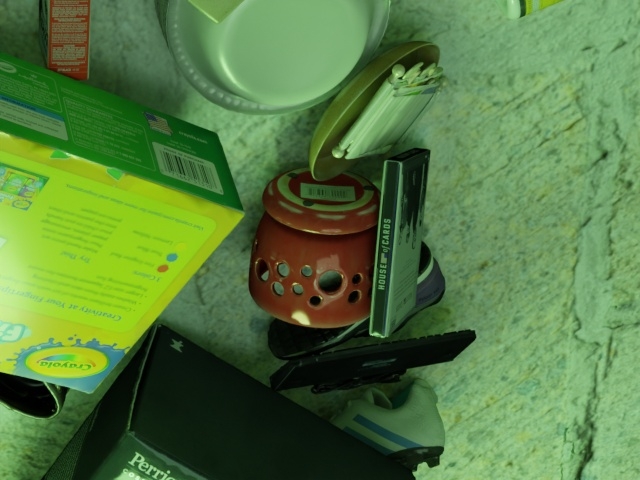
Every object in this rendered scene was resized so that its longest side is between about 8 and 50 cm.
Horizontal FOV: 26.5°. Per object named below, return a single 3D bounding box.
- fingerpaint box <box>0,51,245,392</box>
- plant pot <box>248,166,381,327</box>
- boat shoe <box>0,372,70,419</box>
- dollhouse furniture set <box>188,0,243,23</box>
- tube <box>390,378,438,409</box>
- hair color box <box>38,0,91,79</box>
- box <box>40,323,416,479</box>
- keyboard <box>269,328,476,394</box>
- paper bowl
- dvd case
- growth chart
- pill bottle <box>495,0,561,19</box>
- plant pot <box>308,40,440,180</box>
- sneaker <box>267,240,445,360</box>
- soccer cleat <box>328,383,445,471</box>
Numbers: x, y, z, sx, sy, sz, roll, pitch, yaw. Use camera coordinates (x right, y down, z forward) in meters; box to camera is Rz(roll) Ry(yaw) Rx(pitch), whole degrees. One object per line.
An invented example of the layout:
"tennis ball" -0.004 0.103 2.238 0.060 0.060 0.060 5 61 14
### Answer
"fingerpaint box" -0.384 -0.024 1.645 0.445 0.163 0.371 18 126 -37
"plant pot" 0.000 0.000 1.877 0.191 0.191 0.174 -3 119 -17
"boat shoe" -0.467 0.131 1.849 0.132 0.130 0.355 -42 129 15
"dollhouse furniture set" -0.161 -0.368 1.446 0.259 0.262 0.135 38 107 -26
"tube" 0.107 0.312 2.258 0.080 0.052 0.207 34 116 -22
"hair color box" -0.301 -0.283 1.598 0.053 0.093 0.167 -3 128 -18
"box" -0.181 0.465 2.017 0.480 0.297 0.471 32 114 -14
"keyboard" 0.073 0.190 2.097 0.317 0.033 0.201 -6 157 -23
"paper bowl" -0.052 -0.280 1.654 0.284 0.148 0.284 -9 130 -11
"dvd case" 0.111 -0.001 1.872 0.030 0.179 0.238 8 101 15
"growth chart" 0.101 -0.169 1.793 0.172 0.021 0.237 -51 166 17
"pill bottle" 0.309 -0.361 1.742 0.184 0.103 0.103 -22 131 -1
"plant pot" 0.064 -0.175 1.780 0.236 0.032 0.236 -43 167 -12
"sneaker" 0.062 0.119 2.048 0.283 0.107 0.124 -29 137 4
"soccer cleat" 0.054 0.321 2.206 0.331 0.143 0.116 -18 157 28
